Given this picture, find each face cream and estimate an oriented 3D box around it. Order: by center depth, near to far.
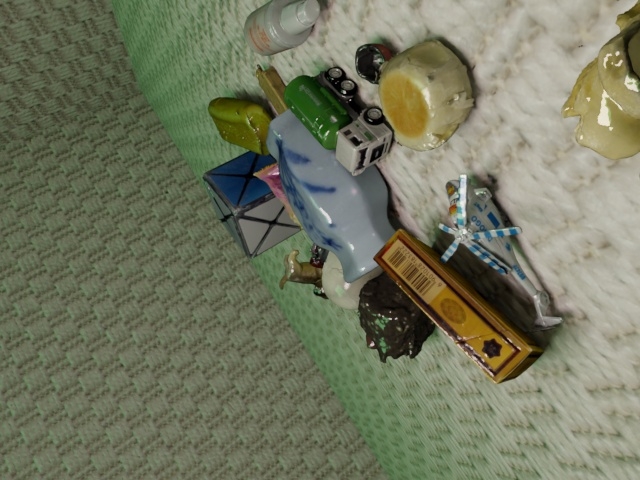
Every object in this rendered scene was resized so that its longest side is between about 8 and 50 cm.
[{"bbox_3d":[-0.072,-0.447,0.911,0.251,0.101,0.101,27,143,58],"label":"face cream"}]

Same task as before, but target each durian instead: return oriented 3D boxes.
[{"bbox_3d":[-0.039,-0.148,1.258,0.261,0.153,0.186,61,140,14],"label":"durian"}]

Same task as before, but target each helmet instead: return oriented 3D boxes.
[{"bbox_3d":[0.102,-0.305,0.759,0.084,0.049,0.065,42,145,39],"label":"helmet"}]

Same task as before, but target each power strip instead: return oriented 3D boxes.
[{"bbox_3d":[-0.084,-0.347,1.194,0.305,0.044,0.064,57,162,1],"label":"power strip"}]

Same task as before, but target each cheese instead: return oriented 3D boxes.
[{"bbox_3d":[0.089,0.097,1.233,0.154,0.189,0.198,32,175,-26],"label":"cheese"}]

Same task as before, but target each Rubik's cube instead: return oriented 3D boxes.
[{"bbox_3d":[-0.229,-0.134,1.560,0.259,0.260,0.255,49,159,35],"label":"Rubik's cube"}]

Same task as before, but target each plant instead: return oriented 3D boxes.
[{"bbox_3d":[0.186,0.198,1.115,0.204,0.178,0.234,41,148,39],"label":"plant"}]

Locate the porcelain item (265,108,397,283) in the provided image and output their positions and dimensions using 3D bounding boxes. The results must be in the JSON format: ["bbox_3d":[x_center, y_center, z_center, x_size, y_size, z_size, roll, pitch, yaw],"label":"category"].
[{"bbox_3d":[0.031,-0.112,1.040,0.405,0.178,0.242,60,163,7],"label":"porcelain item"}]

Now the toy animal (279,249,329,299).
[{"bbox_3d":[-0.028,0.113,1.572,0.121,0.233,0.169,151,129,-61],"label":"toy animal"}]

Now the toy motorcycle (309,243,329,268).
[{"bbox_3d":[0.000,0.000,1.389,0.082,0.122,0.213,-131,17,-70],"label":"toy motorcycle"}]

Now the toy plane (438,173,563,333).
[{"bbox_3d":[0.297,0.012,0.710,0.273,0.107,0.182,40,149,13],"label":"toy plane"}]

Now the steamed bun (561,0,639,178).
[{"bbox_3d":[0.305,-0.116,0.355,0.192,0.177,0.106,45,170,0],"label":"steamed bun"}]

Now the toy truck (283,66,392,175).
[{"bbox_3d":[0.031,-0.252,0.909,0.242,0.125,0.101,51,159,21],"label":"toy truck"}]

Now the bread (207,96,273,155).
[{"bbox_3d":[-0.248,-0.386,1.444,0.383,0.112,0.166,31,149,54],"label":"bread"}]

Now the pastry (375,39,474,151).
[{"bbox_3d":[0.157,-0.221,0.684,0.166,0.088,0.166,51,161,25],"label":"pastry"}]

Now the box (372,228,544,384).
[{"bbox_3d":[0.255,0.118,0.820,0.301,0.084,0.193,48,-165,31],"label":"box"}]
